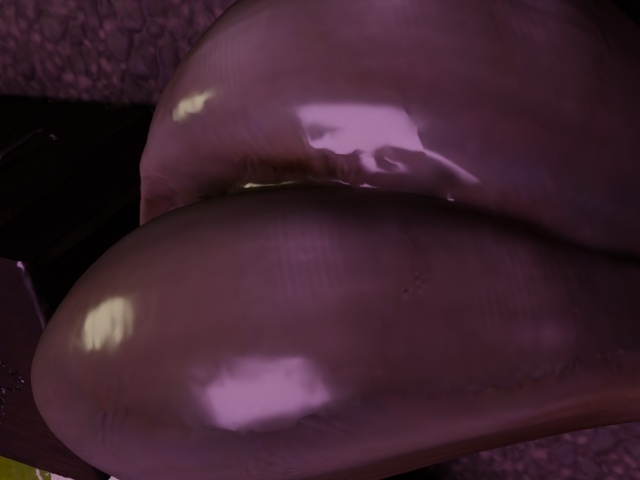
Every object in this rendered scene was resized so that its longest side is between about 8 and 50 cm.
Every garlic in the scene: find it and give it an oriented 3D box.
[{"bbox_3d":[0.000,0.000,0.480,0.339,0.245,0.232,-15,76,32],"label":"garlic"}]

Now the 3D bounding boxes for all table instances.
[{"bbox_3d":[-0.177,0.014,0.637,0.193,0.169,0.173,10,125,29],"label":"table"}]

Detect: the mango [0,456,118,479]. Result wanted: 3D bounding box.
[{"bbox_3d":[-0.193,0.169,0.767,0.343,0.156,0.192,-14,115,37],"label":"mango"}]
